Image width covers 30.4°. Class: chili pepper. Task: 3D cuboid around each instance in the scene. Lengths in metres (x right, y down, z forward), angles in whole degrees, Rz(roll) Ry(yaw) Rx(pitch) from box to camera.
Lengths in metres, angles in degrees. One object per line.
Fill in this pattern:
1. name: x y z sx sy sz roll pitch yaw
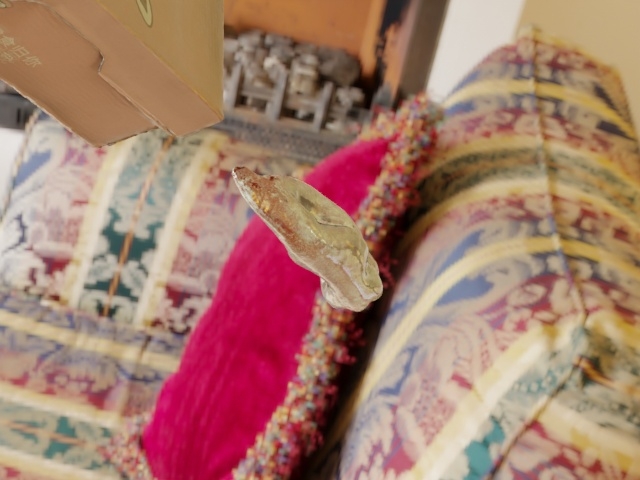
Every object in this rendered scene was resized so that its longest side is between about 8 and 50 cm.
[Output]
1. chili pepper: 0.001 -0.001 0.659 0.041 0.153 0.050 -46 50 -7

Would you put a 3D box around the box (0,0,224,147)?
1. box: -0.139 -0.187 0.614 0.086 0.215 0.215 -16 59 23
